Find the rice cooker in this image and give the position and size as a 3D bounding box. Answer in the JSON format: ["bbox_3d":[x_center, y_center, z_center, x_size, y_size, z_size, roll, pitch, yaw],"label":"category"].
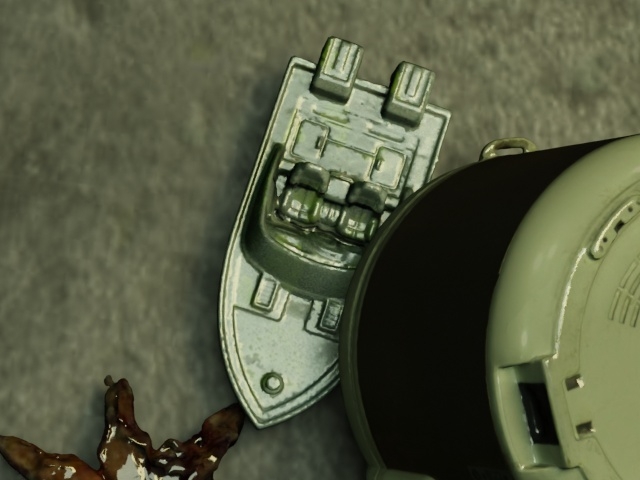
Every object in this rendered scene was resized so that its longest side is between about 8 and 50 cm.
[{"bbox_3d":[0.195,0.091,1.266,0.335,0.325,0.335,2,86,-26],"label":"rice cooker"}]

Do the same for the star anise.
[{"bbox_3d":[-0.141,0.228,1.301,0.272,0.102,0.272,1,77,-4],"label":"star anise"}]

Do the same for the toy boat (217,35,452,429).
[{"bbox_3d":[0.000,0.000,1.377,0.141,0.092,0.320,19,77,-3],"label":"toy boat"}]
